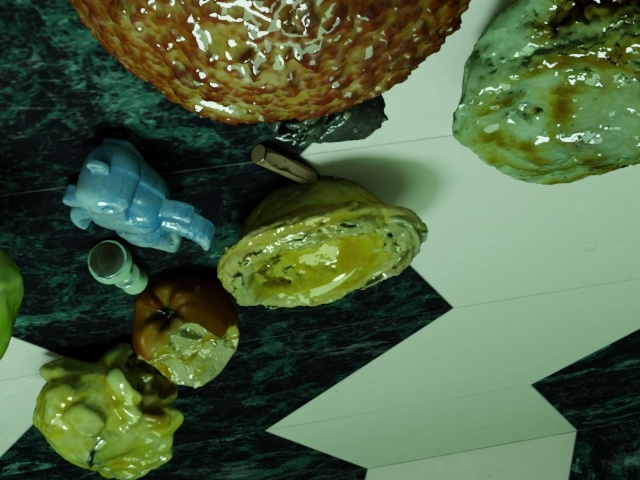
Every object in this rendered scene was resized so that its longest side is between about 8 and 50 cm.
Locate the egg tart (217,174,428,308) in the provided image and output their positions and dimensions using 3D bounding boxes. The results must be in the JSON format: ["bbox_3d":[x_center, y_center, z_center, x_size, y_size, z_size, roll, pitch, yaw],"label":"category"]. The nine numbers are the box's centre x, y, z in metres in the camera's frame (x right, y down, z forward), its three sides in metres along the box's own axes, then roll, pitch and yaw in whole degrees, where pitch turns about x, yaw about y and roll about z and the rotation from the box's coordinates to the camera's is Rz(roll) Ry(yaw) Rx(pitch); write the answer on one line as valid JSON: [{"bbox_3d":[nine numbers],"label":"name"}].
[{"bbox_3d":[0.000,0.000,1.425,0.288,0.118,0.288,-9,154,-5],"label":"egg tart"}]

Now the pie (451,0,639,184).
[{"bbox_3d":[0.338,-0.164,1.154,0.418,0.180,0.395,-22,157,38],"label":"pie"}]

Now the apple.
[{"bbox_3d":[-0.203,0.125,1.579,0.156,0.147,0.158,-10,140,8],"label":"apple"}]

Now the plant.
[{"bbox_3d":[0.003,-0.147,1.133,0.143,0.092,0.094,-2,163,-42],"label":"plant"}]

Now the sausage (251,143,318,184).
[{"bbox_3d":[-0.042,-0.091,1.314,0.026,0.026,0.116,-25,154,27],"label":"sausage"}]

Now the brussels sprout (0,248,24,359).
[{"bbox_3d":[-0.497,0.056,1.162,0.344,0.268,0.344,-22,143,-17],"label":"brussels sprout"}]

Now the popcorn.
[{"bbox_3d":[-0.356,0.291,1.799,0.252,0.215,0.286,-15,153,22],"label":"popcorn"}]

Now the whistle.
[{"bbox_3d":[-0.222,-0.040,1.259,0.180,0.093,0.269,9,160,13],"label":"whistle"}]

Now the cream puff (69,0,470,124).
[{"bbox_3d":[-0.031,-0.208,0.809,0.350,0.228,0.350,-11,159,-4],"label":"cream puff"}]

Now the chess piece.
[{"bbox_3d":[-0.271,0.045,1.481,0.059,0.059,0.149,-15,163,6],"label":"chess piece"}]
